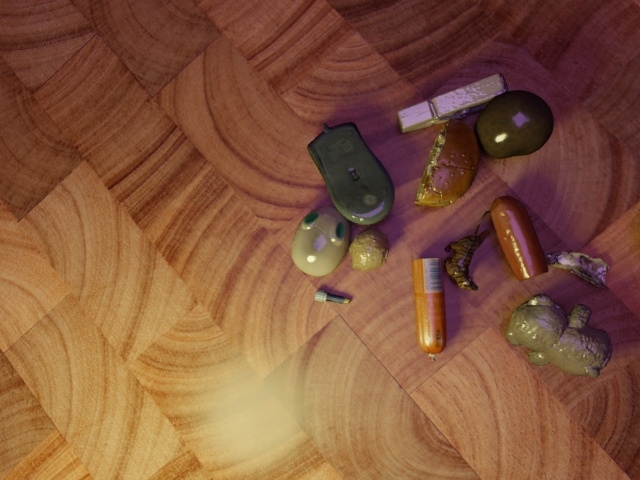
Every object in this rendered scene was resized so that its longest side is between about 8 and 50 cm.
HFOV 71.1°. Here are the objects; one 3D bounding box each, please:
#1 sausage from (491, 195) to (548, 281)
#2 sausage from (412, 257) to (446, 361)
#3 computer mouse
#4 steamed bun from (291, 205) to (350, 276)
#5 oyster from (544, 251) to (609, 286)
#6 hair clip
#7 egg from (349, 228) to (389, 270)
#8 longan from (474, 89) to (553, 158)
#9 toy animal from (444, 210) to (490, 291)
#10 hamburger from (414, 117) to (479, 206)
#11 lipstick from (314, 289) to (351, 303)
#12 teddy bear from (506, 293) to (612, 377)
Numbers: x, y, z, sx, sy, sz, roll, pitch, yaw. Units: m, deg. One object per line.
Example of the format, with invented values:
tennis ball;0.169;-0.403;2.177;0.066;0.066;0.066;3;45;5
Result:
sausage;0.586;-0.011;1.336;0.114;0.113;0.258;-20;84;6
sausage;0.335;0.210;1.365;0.093;0.093;0.311;-4;86;7
computer mouse;0.097;-0.210;1.412;0.189;0.122;0.370;-28;76;1
steamed bun;0.000;0.000;1.405;0.177;0.131;0.228;29;92;11
oyster;0.772;0.073;1.346;0.200;0.061;0.106;37;74;6
hair clip;0.406;-0.416;1.398;0.331;0.101;0.085;-18;88;7
egg;0.151;0.030;1.395;0.116;0.118;0.140;34;79;-34
longan;0.568;-0.341;1.327;0.213;0.198;0.197;-23;82;38
toy animal;0.447;0.019;1.351;0.114;0.116;0.255;20;88;7
hamburger;0.399;-0.226;1.360;0.157;0.144;0.282;20;88;10
lipstick;0.041;0.186;1.435;0.116;0.037;0.037;12;88;4
teddy bear;0.679;0.275;1.284;0.267;0.151;0.235;33;118;18
